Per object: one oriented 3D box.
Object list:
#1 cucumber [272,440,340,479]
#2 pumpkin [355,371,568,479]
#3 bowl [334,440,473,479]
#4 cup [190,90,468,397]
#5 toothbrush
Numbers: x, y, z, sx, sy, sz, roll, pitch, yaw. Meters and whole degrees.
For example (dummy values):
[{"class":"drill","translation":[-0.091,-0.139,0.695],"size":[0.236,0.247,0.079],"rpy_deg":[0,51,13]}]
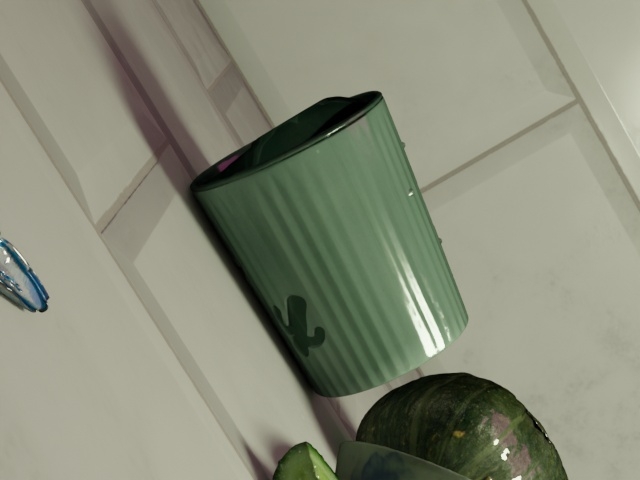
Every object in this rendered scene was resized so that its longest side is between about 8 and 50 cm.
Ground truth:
[{"class":"cucumber","translation":[-0.005,0.306,1.658],"size":[0.115,0.062,0.116],"rpy_deg":[51,18,-43]},{"class":"pumpkin","translation":[0.209,0.353,2.173],"size":[0.257,0.291,0.328],"rpy_deg":[-33,105,-43]},{"class":"bowl","translation":[0.129,0.371,1.820],"size":[0.289,0.146,0.289],"rpy_deg":[23,-16,7]},{"class":"cup","translation":[0.022,-0.010,2.221],"size":[0.401,0.310,0.392],"rpy_deg":[-80,145,-77]},{"class":"toothbrush","translation":[-0.307,-0.052,1.070],"size":[0.413,0.042,0.035],"rpy_deg":[53,46,-48]}]
